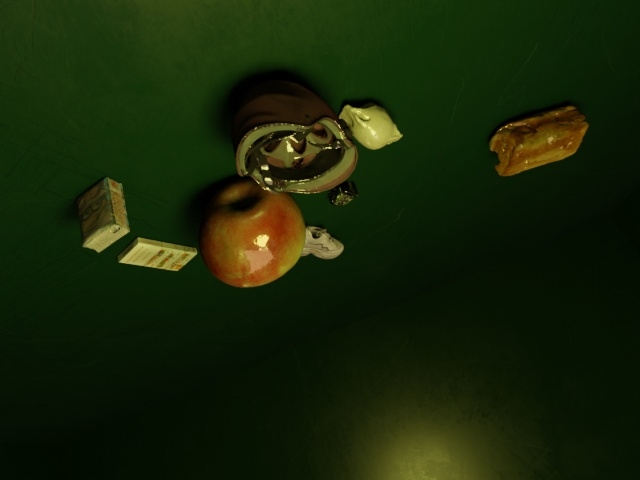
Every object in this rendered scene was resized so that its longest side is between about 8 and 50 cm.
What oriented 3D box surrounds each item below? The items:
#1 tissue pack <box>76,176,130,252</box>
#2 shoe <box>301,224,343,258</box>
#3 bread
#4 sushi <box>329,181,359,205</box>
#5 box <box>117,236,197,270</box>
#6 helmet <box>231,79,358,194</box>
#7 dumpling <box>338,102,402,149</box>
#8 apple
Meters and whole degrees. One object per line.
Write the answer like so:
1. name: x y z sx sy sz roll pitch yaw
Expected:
1. tissue pack: -0.547 -0.065 1.149 0.115 0.155 0.065 -30 151 15
2. shoe: 0.000 0.000 1.767 0.245 0.095 0.137 5 145 -33
3. bread: 0.771 -0.366 1.635 0.344 0.149 0.195 -17 142 -11
4. sushi: 0.072 -0.158 1.577 0.084 0.056 0.083 -5 156 -33
5. box: -0.535 0.048 1.506 0.122 0.032 0.220 -37 150 26
6. helmet: -0.073 -0.258 1.117 0.271 0.197 0.338 -31 155 31
7. dumpling: 0.129 -0.318 1.283 0.111 0.181 0.155 -50 -162 -23
8. apple: -0.202 -0.029 1.325 0.319 0.319 0.277 -21 126 -4
